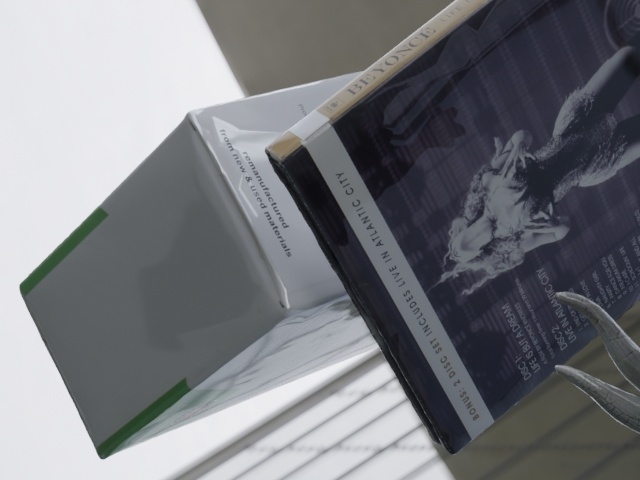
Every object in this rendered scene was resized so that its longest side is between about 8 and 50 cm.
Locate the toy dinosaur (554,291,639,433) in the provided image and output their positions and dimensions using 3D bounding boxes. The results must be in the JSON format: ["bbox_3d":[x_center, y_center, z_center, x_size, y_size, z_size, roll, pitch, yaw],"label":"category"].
[{"bbox_3d":[0.184,0.152,0.502,0.121,0.160,0.313,29,48,-76],"label":"toy dinosaur"}]

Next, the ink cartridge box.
[{"bbox_3d":[0.000,0.000,0.750,0.154,0.212,0.093,-40,-107,45],"label":"ink cartridge box"}]

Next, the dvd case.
[{"bbox_3d":[0.100,-0.040,0.645,0.018,0.221,0.164,38,-17,51],"label":"dvd case"}]
